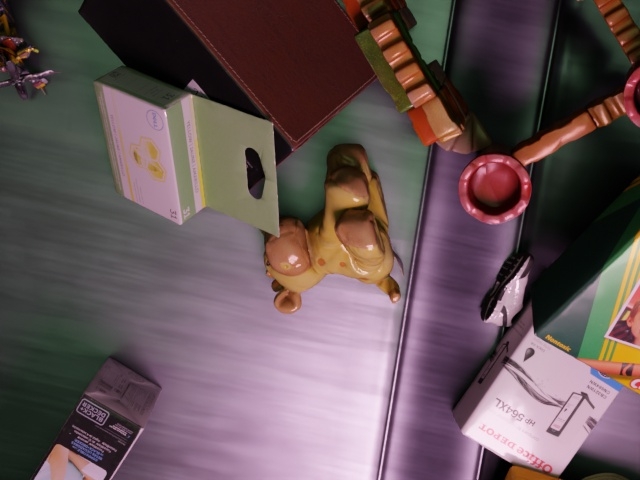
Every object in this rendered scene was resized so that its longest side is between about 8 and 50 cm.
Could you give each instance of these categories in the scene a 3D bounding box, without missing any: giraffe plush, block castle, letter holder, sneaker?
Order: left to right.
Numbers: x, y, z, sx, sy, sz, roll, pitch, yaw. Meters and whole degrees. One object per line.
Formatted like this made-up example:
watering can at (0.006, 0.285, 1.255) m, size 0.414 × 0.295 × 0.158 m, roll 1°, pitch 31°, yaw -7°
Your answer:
letter holder at (-0.101, -0.250, 1.124) m, size 0.302 × 0.152 × 0.214 m, roll 49°, pitch 55°, yaw -6°
giraffe plush at (0.000, 0.000, 1.165) m, size 0.170 × 0.181 × 0.210 m, roll -14°, pitch 132°, yaw 12°
block castle at (0.196, -0.273, 1.048) m, size 0.303 × 0.213 × 0.453 m, roll -30°, pitch 99°, yaw 19°
sneaker at (0.256, 0.066, 1.220) m, size 0.044 × 0.040 × 0.109 m, roll 25°, pitch 101°, yaw -19°

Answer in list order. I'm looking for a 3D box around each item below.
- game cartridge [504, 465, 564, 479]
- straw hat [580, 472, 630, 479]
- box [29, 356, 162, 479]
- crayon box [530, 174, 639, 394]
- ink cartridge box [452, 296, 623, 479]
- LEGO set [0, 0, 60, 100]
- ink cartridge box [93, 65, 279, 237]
game cartridge at (0.328, 0.476, 1.221) m, size 0.285 × 0.052 × 0.323 m, roll 17°, pitch 114°, yaw -3°
straw hat at (0.397, 0.398, 1.247) m, size 0.144 × 0.061 × 0.144 m, roll 0°, pitch 97°, yaw 0°
box at (-0.327, 0.311, 1.187) m, size 0.087 × 0.169 × 0.290 m, roll 33°, pitch 95°, yaw -6°
crayon box at (0.487, 0.067, 1.059) m, size 0.363 × 0.106 × 0.313 m, roll 29°, pitch 126°, yaw -12°
ink cartridge box at (0.293, 0.198, 1.208) m, size 0.148 × 0.086 × 0.203 m, roll 32°, pitch 96°, yaw -4°
LEGO set at (-0.493, -0.222, 1.070) m, size 0.331 × 0.255 × 0.192 m, roll -18°, pitch 70°, yaw -9°
ink cartridge box at (-0.160, -0.097, 1.097) m, size 0.235 × 0.056 × 0.171 m, roll 25°, pitch 136°, yaw 29°
